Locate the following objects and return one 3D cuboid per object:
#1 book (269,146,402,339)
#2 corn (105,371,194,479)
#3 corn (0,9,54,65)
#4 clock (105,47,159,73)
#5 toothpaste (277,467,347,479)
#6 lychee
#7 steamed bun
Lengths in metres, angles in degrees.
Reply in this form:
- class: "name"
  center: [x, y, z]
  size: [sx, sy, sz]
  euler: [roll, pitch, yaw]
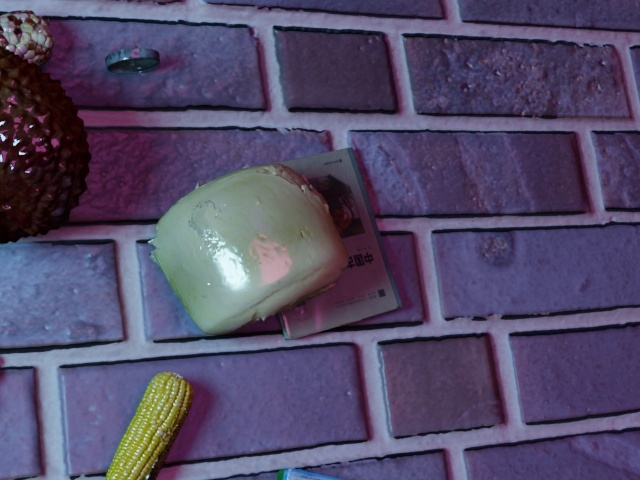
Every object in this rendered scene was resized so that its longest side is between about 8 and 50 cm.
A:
- class: "book"
  center: [0.000, 0.000, 1.728]
  size: [0.214, 0.025, 0.283]
  euler: [-15, 81, -23]
- class: "corn"
  center: [-0.244, 0.282, 1.527]
  size: [0.072, 0.072, 0.203]
  euler: [30, 68, -12]
- class: "corn"
  center: [-0.516, -0.259, 1.555]
  size: [0.280, 0.092, 0.092]
  euler: [-25, 86, -24]
- class: "clock"
  center: [-0.287, -0.275, 1.653]
  size: [0.085, 0.085, 0.017]
  euler: [-6, 84, -24]
- class: "toothpaste"
  center: [0.060, 0.402, 1.628]
  size: [0.266, 0.050, 0.065]
  euler: [16, 69, -18]
- class: "lychee"
  center: [-0.440, -0.118, 1.448]
  size: [0.264, 0.264, 0.300]
  euler: [7, 61, -21]
- class: "steamed bun"
  center: [-0.106, 0.005, 1.589]
  size: [0.272, 0.166, 0.232]
  euler: [-22, 83, -15]
